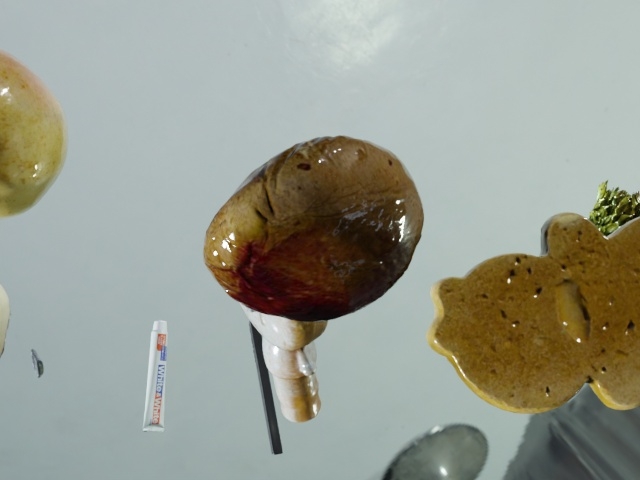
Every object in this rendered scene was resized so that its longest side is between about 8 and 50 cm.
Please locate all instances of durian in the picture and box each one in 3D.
[{"bbox_3d":[0.472,0.028,1.306,0.176,0.200,0.237,8,129,-1],"label":"durian"}]

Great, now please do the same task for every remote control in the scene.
[{"bbox_3d":[-0.547,0.236,1.568,0.014,0.096,0.039,-9,99,-25],"label":"remote control"}]

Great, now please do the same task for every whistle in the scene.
[{"bbox_3d":[-0.034,0.072,0.688,0.057,0.107,0.220,-29,132,-24],"label":"whistle"}]

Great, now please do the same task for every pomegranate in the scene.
[{"bbox_3d":[-0.547,-0.165,1.250,0.319,0.319,0.319,-13,125,-19],"label":"pomegranate"}]

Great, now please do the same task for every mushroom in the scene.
[{"bbox_3d":[0.000,0.000,0.423,0.123,0.052,0.123,-18,139,-16],"label":"mushroom"}]

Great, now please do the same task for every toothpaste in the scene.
[{"bbox_3d":[-0.326,0.270,1.618,0.052,0.033,0.218,14,74,-47],"label":"toothpaste"}]

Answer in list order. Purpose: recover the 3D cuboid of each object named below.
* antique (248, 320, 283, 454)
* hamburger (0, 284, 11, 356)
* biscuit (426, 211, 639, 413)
[{"bbox_3d":[-0.078,0.205,1.142,0.015,0.192,0.031,-8,164,-13],"label":"antique"},{"bbox_3d":[-0.660,0.154,1.485,0.116,0.172,0.210,-3,110,-65],"label":"hamburger"},{"bbox_3d":[0.198,0.063,0.655,0.225,0.166,0.036,-19,171,-6],"label":"biscuit"}]
